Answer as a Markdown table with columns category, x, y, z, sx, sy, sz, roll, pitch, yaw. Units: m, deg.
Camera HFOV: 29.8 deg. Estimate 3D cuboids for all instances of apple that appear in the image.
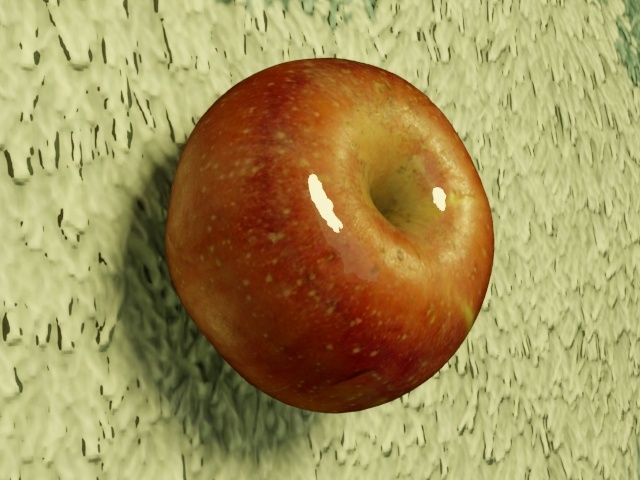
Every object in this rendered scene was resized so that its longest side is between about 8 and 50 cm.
| category | x | y | z | sx | sy | sz | roll | pitch | yaw |
| --- | --- | --- | --- | --- | --- | --- | --- | --- | --- |
| apple | 0.000 | 0.000 | 0.687 | 0.201 | 0.162 | 0.201 | 17 | 62 | -36 |
